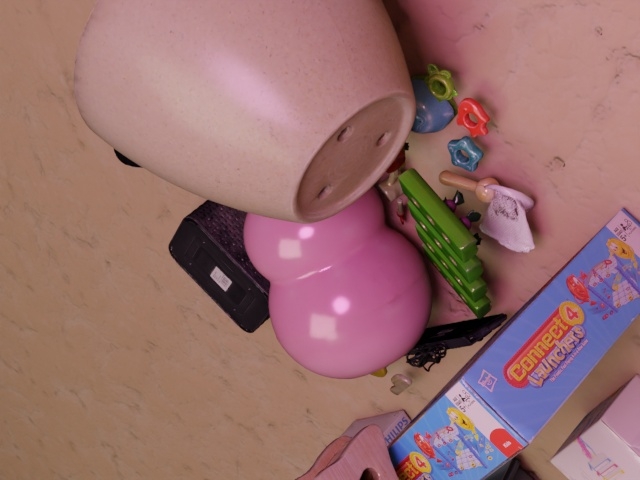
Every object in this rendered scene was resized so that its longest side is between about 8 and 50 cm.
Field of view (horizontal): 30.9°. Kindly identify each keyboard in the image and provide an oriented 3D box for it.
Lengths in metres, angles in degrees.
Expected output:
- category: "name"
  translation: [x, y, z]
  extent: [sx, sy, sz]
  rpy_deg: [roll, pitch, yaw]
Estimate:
- category: "keyboard"
  translation: [0.152, 0.134, 1.435]
  extent: [0.038, 0.100, 0.192]
  rpy_deg: [64, 154, -1]

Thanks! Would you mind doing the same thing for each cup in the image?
- category: "cup"
  translation: [-0.044, -0.154, 1.166]
  extent: [0.237, 0.331, 0.331]
  rpy_deg: [45, 146, 22]

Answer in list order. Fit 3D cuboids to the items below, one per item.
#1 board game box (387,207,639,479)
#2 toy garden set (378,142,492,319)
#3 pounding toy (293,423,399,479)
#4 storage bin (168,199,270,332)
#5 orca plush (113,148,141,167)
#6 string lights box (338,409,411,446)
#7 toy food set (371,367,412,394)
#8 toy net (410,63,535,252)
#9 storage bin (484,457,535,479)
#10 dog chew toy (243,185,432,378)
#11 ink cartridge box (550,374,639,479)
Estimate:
- category: "board game box"
  translation: [0.203, 0.146, 1.236]
  extent: [0.086, 0.308, 0.302]
  rpy_deg: [44, 144, 9]
- category: "toy garden set"
  translation: [0.128, -0.034, 1.322]
  extent: [0.204, 0.049, 0.244]
  rpy_deg: [51, 176, 23]
- category: "pounding toy"
  translation: [0.091, 0.310, 1.130]
  extent: [0.155, 0.154, 0.270]
  rpy_deg: [-37, 74, 56]
- category: "storage bin"
  translation: [-0.120, 0.030, 1.671]
  extent: [0.180, 0.084, 0.122]
  rpy_deg: [46, 145, 5]
- category: "orca plush"
  translation: [-0.217, -0.133, 1.603]
  extent: [0.287, 0.102, 0.151]
  rpy_deg: [10, 130, 42]
- category: "string lights box"
  translation: [0.139, 0.385, 1.732]
  extent: [0.260, 0.077, 0.133]
  rpy_deg: [55, 144, -8]
- category: "toy food set"
  translation: [0.048, 0.122, 1.592]
  extent: [0.218, 0.071, 0.128]
  rpy_deg: [33, 165, 11]
- category: "toy net"
  translation: [0.176, -0.091, 1.273]
  extent: [0.232, 0.045, 0.122]
  rpy_deg: [50, 143, -5]
- category: "storage bin"
  translation: [0.253, 0.369, 1.588]
  extent: [0.091, 0.098, 0.135]
  rpy_deg: [36, 145, 0]
- category: "dog chew toy"
  translation: [0.000, 0.000, 1.419]
  extent: [0.206, 0.206, 0.332]
  rpy_deg: [-15, 106, 52]
- category: "ink cartridge box"
  translation: [0.353, 0.232, 1.342]
  extent: [0.090, 0.092, 0.143]
  rpy_deg: [43, 143, 10]
